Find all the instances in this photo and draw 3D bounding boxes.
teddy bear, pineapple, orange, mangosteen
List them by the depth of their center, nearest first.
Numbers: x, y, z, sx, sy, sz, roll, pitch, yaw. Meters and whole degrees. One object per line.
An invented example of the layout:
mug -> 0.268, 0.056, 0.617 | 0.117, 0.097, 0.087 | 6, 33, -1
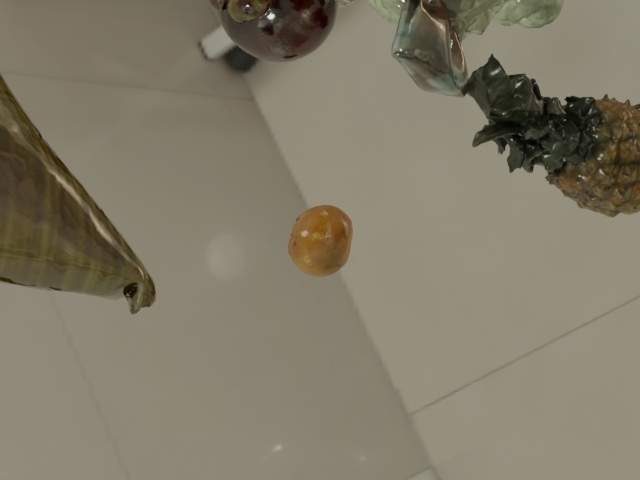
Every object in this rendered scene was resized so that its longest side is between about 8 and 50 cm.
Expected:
teddy bear -> 0.164, -0.306, 0.991 | 0.375, 0.327, 0.362 | -22, 35, -7
mangosteen -> -0.052, -0.234, 1.126 | 0.140, 0.140, 0.140 | 2, 93, 30
pineapple -> 0.245, -0.107, 1.210 | 0.128, 0.248, 0.128 | -25, 57, 45
orange -> 0.000, 0.000, 1.356 | 0.070, 0.083, 0.083 | 12, 99, 4

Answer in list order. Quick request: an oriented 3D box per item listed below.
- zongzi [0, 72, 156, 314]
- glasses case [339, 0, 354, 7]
zongzi -> -0.176, -0.113, 0.406 | 0.288, 0.134, 0.286 | 16, 117, 2
glasses case -> -0.021, -0.350, 1.242 | 0.122, 0.321, 0.082 | 14, 69, 13
